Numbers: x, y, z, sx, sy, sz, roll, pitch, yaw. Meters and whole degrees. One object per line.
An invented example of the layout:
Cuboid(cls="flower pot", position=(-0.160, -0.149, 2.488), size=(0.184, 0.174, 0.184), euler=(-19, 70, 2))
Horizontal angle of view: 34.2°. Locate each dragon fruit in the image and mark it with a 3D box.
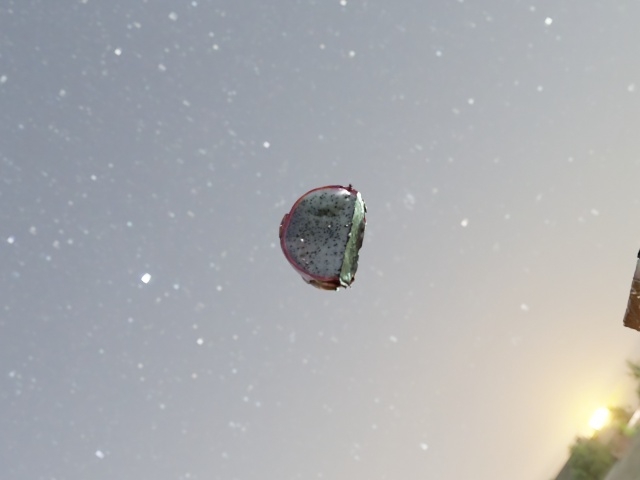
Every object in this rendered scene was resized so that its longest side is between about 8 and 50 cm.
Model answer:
Cuboid(cls="dragon fruit", position=(0.000, 0.000, 0.799), size=(0.056, 0.060, 0.083), euler=(57, -139, -73))

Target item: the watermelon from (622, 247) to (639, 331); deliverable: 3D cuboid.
Cuboid(cls="watermelon", position=(0.267, 0.033, 0.787), size=(0.094, 0.125, 0.135), euler=(-48, 11, 27))
